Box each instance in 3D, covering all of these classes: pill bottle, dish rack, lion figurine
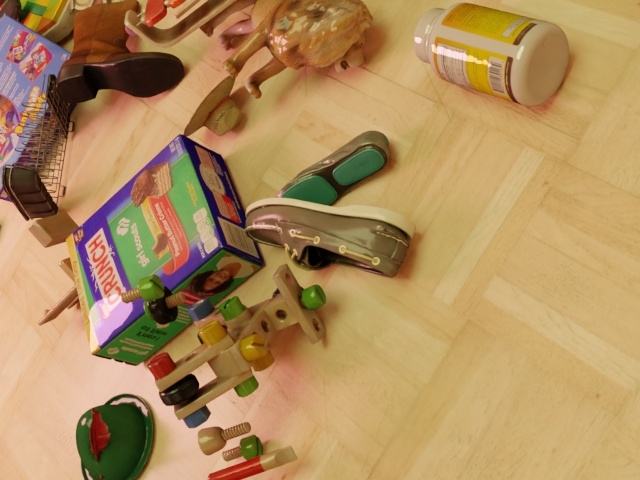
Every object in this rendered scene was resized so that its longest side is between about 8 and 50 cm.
[{"bbox_3d":[0.238,-0.272,1.352,0.215,0.117,0.117,28,90,42],"label":"pill bottle"},{"bbox_3d":[-0.563,-0.193,1.908,0.074,0.208,0.272,4,70,-2],"label":"dish rack"},{"bbox_3d":[-0.075,-0.391,1.641,0.240,0.142,0.392,-41,47,8],"label":"lion figurine"}]

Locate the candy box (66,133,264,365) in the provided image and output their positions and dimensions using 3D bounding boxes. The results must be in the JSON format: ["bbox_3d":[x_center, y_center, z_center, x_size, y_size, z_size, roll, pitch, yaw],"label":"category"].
[{"bbox_3d":[-0.281,0.019,1.638,0.317,0.122,0.268,-40,52,20],"label":"candy box"}]

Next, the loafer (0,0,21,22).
[{"bbox_3d":[-0.743,-0.490,2.176,0.170,0.061,0.062,-53,53,26],"label":"loafer"}]

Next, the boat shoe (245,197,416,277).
[{"bbox_3d":[-0.002,-0.002,1.435,0.304,0.109,0.091,5,70,36],"label":"boat shoe"}]

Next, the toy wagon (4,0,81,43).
[{"bbox_3d":[-0.667,-0.570,2.231,0.344,0.068,0.267,25,87,42],"label":"toy wagon"}]

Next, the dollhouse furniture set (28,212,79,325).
[{"bbox_3d":[-0.506,0.051,1.790,0.123,0.144,0.151,-43,87,17],"label":"dollhouse furniture set"}]

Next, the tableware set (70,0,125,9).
[{"bbox_3d":[-0.478,-0.571,2.077,0.168,0.020,0.141,8,83,14],"label":"tableware set"}]

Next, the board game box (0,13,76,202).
[{"bbox_3d":[-0.675,-0.288,2.062,0.233,0.078,0.347,32,93,22],"label":"board game box"}]

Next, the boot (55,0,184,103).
[{"bbox_3d":[-0.397,-0.399,1.936,0.264,0.096,0.281,-13,43,12],"label":"boot"}]

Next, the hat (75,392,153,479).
[{"bbox_3d":[-0.395,0.315,1.561,0.208,0.183,0.173,-49,49,11],"label":"hat"}]

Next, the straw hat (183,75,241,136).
[{"bbox_3d":[-0.177,-0.223,1.694,0.061,0.144,0.144,41,101,3],"label":"straw hat"}]

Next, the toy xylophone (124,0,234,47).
[{"bbox_3d":[-0.208,-0.460,1.690,0.322,0.081,0.236,-38,25,1],"label":"toy xylophone"}]

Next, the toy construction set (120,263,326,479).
[{"bbox_3d":[-0.095,0.178,1.384,0.237,0.257,0.309,-21,79,16],"label":"toy construction set"}]

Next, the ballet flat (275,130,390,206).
[{"bbox_3d":[0.022,-0.106,1.499,0.213,0.072,0.068,-28,29,26],"label":"ballet flat"}]
